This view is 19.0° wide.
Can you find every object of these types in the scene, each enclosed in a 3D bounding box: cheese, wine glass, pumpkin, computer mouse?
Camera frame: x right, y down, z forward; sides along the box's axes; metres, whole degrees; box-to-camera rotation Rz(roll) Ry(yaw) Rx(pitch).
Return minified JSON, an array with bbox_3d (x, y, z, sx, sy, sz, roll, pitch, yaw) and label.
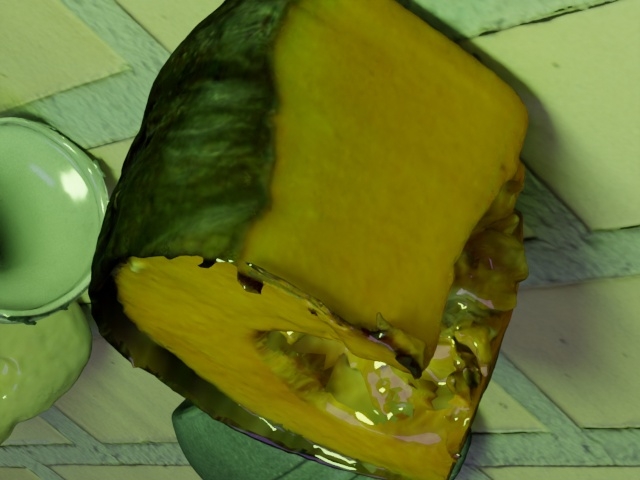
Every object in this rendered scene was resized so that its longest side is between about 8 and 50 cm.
[{"bbox_3d":[-0.354,0.123,1.792,0.251,0.248,0.173,4,146,33],"label":"cheese"},{"bbox_3d":[-0.275,-0.006,1.557,0.165,0.165,0.196,39,158,-18],"label":"wine glass"},{"bbox_3d":[0.000,0.000,1.183,0.256,0.225,0.303,21,153,14],"label":"pumpkin"},{"bbox_3d":[-0.014,0.180,1.662,0.203,0.114,0.374,38,153,-13],"label":"computer mouse"}]
